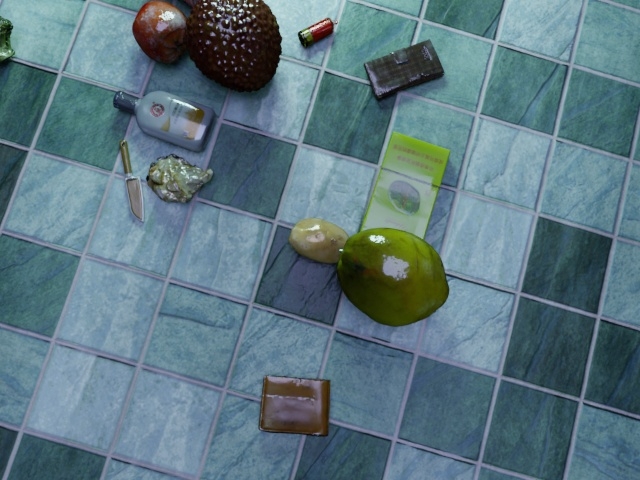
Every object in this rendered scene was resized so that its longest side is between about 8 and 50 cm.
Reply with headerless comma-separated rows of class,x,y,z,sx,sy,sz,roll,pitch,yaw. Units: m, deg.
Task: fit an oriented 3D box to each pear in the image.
pear,0.196,0.095,1.430,0.321,0.269,0.269,27,82,-6

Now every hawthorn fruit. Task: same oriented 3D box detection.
hawthorn fruit,-0.462,-0.611,1.542,0.172,0.173,0.173,0,82,-3

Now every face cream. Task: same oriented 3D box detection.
face cream,-0.460,-0.367,1.554,0.291,0.071,0.144,21,82,1

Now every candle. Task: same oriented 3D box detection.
candle,-0.003,-0.645,1.627,0.130,0.052,0.052,-31,85,-7

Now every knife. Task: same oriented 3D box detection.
knife,-0.549,-0.175,1.548,0.046,0.022,0.256,-12,83,-9

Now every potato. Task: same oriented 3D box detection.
potato,0.000,0.000,1.510,0.178,0.109,0.119,17,60,-6

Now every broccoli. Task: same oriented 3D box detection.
broccoli,-0.967,-0.583,1.534,0.162,0.145,0.138,-44,118,-22

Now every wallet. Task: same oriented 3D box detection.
wallet,-0.071,0.459,1.480,0.195,0.042,0.161,4,86,-4
wallet,0.257,-0.526,1.628,0.230,0.042,0.124,-22,87,-5

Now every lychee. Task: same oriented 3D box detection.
lychee,-0.241,-0.568,1.494,0.275,0.276,0.304,-28,99,-6

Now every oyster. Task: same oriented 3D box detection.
oyster,-0.408,-0.185,1.531,0.191,0.081,0.163,-21,79,-9

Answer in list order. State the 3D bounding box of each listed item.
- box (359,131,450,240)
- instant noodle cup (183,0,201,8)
box,0.251,-0.139,1.573,0.186,0.047,0.335,19,81,-1
instant noodle cup,-0.387,-0.816,1.549,0.231,0.243,0.243,32,82,9
